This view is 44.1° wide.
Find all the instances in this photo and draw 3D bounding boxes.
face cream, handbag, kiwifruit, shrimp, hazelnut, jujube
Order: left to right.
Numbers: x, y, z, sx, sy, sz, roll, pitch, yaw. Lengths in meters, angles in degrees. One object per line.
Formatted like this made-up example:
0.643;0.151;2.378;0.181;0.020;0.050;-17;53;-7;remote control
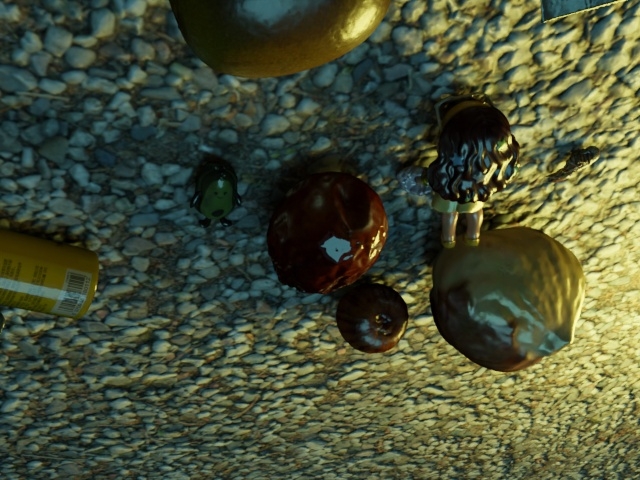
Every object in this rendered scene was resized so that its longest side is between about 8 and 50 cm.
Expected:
-0.478;0.023;1.049;0.348;0.105;0.105;16;133;-34;face cream
-0.145;-0.068;1.090;0.072;0.047;0.111;-4;143;-15;handbag
-0.036;-0.264;0.770;0.234;0.196;0.196;-19;142;-1;kiwifruit
0.000;0.000;1.150;0.168;0.168;0.236;2;154;-20;jujube
0.307;0.096;1.289;0.261;0.241;0.261;-18;126;-26;hazelnut
0.387;-0.113;1.216;0.092;0.038;0.029;-37;94;27;shrimp

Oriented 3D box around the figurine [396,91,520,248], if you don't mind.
0.205;-0.092;1.118;0.174;0.116;0.240;-9;142;-7;figurine

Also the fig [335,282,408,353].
0.092;0.135;1.371;0.128;0.128;0.150;-21;168;7;fig

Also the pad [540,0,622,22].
0.383;-0.376;0.771;0.367;0.007;0.248;-15;124;0;pad

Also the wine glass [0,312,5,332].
-0.582;0.117;1.132;0.222;0.103;0.103;21;130;-38;wine glass
